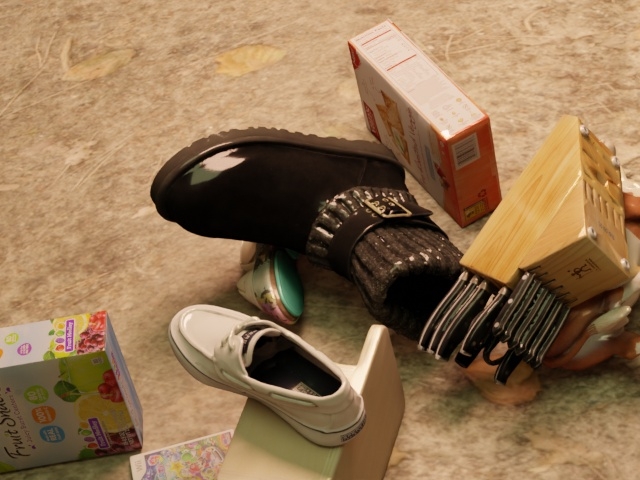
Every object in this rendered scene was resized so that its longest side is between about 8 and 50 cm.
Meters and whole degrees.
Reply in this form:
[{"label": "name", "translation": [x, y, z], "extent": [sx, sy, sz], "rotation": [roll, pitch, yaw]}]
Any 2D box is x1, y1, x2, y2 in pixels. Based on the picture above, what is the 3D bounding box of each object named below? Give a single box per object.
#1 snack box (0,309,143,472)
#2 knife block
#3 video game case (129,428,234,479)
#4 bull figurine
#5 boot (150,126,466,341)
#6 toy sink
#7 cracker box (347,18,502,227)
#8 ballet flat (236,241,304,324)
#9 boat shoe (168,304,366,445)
[{"label": "snack box", "translation": [-0.318, 0.174, 2.116], "extent": [0.207, 0.174, 0.070], "rotation": [-10, 43, 5]}, {"label": "knife block", "translation": [0.218, 0.020, 2.102], "extent": [0.242, 0.088, 0.275], "rotation": [-28, 38, 29]}, {"label": "video game case", "translation": [-0.148, 0.261, 2.109], "extent": [0.122, 0.011, 0.087], "rotation": [-15, 47, -1]}, {"label": "bull figurine", "translation": [0.337, 0.012, 2.146], "extent": [0.188, 0.101, 0.310], "rotation": [-17, 45, 44]}, {"label": "boot", "translation": [0.002, -0.003, 2.157], "extent": [0.348, 0.131, 0.260], "rotation": [-3, 44, -28]}, {"label": "toy sink", "translation": [-0.010, 0.214, 2.024], "extent": [0.131, 0.152, 0.234], "rotation": [6, 51, 19]}, {"label": "cracker box", "translation": [0.127, -0.145, 2.319], "extent": [0.067, 0.155, 0.232], "rotation": [-29, 48, -12]}, {"label": "ballet flat", "translation": [-0.061, 0.028, 2.270], "extent": [0.079, 0.077, 0.221], "rotation": [-21, 39, 19]}, {"label": "boat shoe", "translation": [-0.059, 0.118, 1.962], "extent": [0.258, 0.084, 0.095], "rotation": [24, 57, 31]}]
